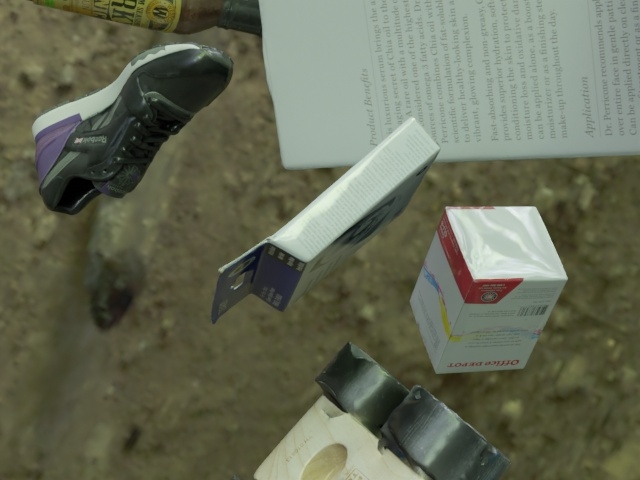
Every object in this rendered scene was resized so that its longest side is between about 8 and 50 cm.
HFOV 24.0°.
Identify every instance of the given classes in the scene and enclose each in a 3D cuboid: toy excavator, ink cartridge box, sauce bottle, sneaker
[{"bbox_3d":[0.166,0.340,1.334,0.445,0.433,0.222,42,85,-26],"label":"toy excavator"},{"bbox_3d":[0.203,0.062,1.865,0.128,0.127,0.176,-1,136,-19],"label":"ink cartridge box"},{"bbox_3d":[-0.211,-0.318,1.868,0.111,0.344,0.111,-170,-90,-82],"label":"sauce bottle"},{"bbox_3d":[0.000,0.000,1.382,0.224,0.045,0.223,-39,173,-13],"label":"ink cartridge box"},{"bbox_3d":[-0.200,-0.111,1.650,0.107,0.283,0.124,23,52,-44],"label":"sneaker"}]

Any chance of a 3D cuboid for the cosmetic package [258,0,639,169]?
[{"bbox_3d":[0.177,-0.204,1.487,0.161,0.453,0.230,-36,121,-60],"label":"cosmetic package"}]
